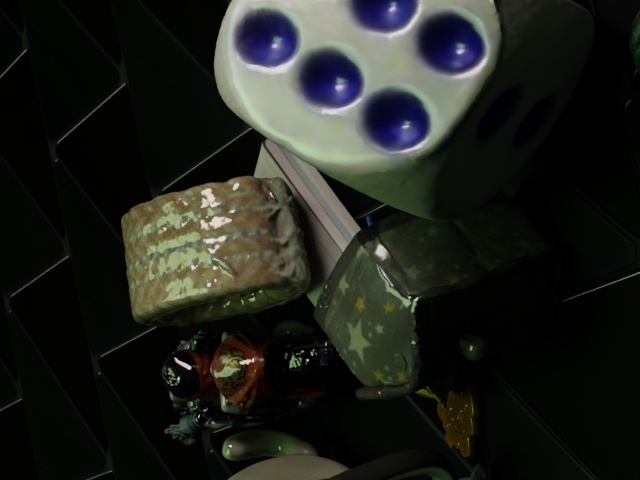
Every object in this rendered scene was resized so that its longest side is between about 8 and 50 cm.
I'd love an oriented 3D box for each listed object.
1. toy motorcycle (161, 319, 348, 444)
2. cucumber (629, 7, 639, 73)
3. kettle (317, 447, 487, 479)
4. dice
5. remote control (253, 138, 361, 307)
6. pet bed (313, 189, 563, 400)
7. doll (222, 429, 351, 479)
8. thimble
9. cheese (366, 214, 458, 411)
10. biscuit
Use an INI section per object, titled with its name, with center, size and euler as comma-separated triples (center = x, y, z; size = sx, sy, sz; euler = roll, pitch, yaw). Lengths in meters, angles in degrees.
[toy motorcycle]
center = -0.119, 0.176, 2.268
size = 0.401, 0.207, 0.134
euler = 153, 110, -68
[cucumber]
center = 0.310, -0.194, 1.543
size = 0.115, 0.062, 0.116
euler = 125, 150, -46
[kettle]
center = 0.070, 0.326, 1.927
size = 0.165, 0.255, 0.240
euler = 42, 131, 53
[dice]
center = 0.077, -0.173, 1.699
size = 0.259, 0.251, 0.243
euler = 36, 104, 19
[remote control]
center = 0.000, 0.000, 2.179
size = 0.277, 0.055, 0.103
euler = 54, 140, 39
[pet bed]
center = 0.128, 0.063, 1.810
size = 0.159, 0.211, 0.183
euler = 55, 141, 25
[doll]
center = -0.029, 0.424, 2.171
size = 0.226, 0.215, 0.370
euler = -133, 42, -83
[thimble]
center = -0.125, 0.013, 2.144
size = 0.229, 0.196, 0.148
euler = -28, 72, 60
[cheese]
center = 0.093, 0.079, 1.986
size = 0.156, 0.064, 0.250
euler = 51, -162, -46
[biscuit]
center = 0.154, 0.188, 1.987
size = 0.082, 0.016, 0.092
euler = 57, 141, 46
